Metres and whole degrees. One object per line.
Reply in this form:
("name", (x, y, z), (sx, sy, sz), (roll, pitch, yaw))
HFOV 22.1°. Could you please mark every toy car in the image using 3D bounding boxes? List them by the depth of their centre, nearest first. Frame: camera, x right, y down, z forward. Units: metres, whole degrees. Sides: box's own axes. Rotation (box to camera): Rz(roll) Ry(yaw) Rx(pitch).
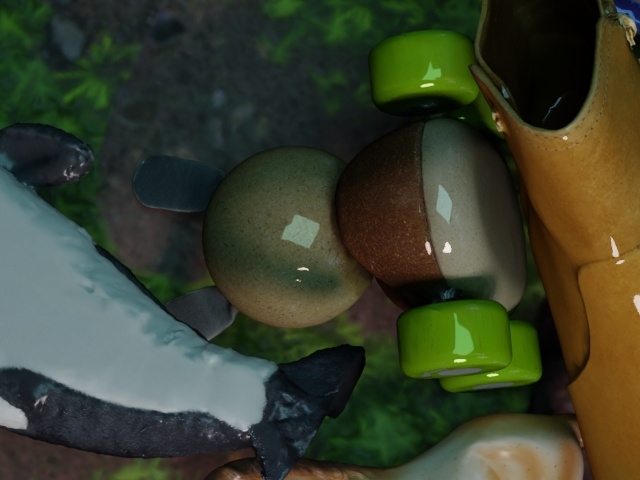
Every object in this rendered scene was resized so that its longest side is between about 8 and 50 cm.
("toy car", (0.000, 0.000, 0.799), (0.188, 0.149, 0.155), (-9, 78, 16))

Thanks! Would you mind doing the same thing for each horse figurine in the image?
("horse figurine", (0.073, 0.153, 0.799), (0.263, 0.066, 0.174), (-21, 90, -13))

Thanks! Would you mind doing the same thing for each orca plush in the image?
("orca plush", (-0.119, 0.034, 0.760), (0.287, 0.102, 0.151), (10, 69, 11))

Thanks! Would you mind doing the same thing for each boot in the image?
("boot", (0.134, 0.022, 0.713), (0.104, 0.211, 0.295), (-22, 49, 12))

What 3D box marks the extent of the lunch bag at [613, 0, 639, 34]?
("lunch bag", (0.091, -0.327, 0.803), (0.385, 0.239, 0.328), (25, 77, 10))
